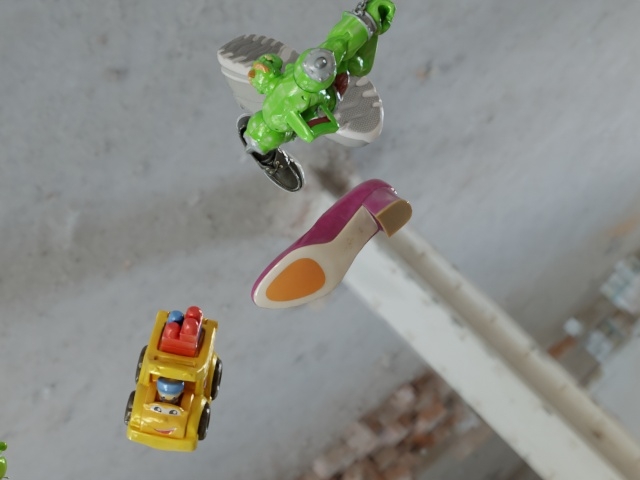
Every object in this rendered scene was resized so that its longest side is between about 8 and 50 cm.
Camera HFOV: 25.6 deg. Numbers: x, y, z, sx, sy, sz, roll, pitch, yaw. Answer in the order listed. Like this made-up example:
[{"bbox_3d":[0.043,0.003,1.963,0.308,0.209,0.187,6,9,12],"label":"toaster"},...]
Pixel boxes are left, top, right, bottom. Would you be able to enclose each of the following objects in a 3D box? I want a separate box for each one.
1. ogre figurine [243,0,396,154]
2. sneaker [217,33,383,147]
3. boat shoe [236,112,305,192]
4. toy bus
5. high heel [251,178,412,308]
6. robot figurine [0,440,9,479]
[{"bbox_3d":[-0.008,-0.148,1.344,0.197,0.097,0.118,-22,-167,39],"label":"ogre figurine"},{"bbox_3d":[-0.018,-0.182,1.868,0.105,0.281,0.115,-34,135,-25],"label":"sneaker"},{"bbox_3d":[-0.073,-0.118,1.993,0.049,0.142,0.040,-33,-158,17],"label":"boat shoe"},{"bbox_3d":[-0.247,0.222,2.432,0.211,0.149,0.220,103,-1,-45],"label":"toy bus"},{"bbox_3d":[0.000,0.000,1.852,0.244,0.117,0.082,-38,118,-8],"label":"high heel"},{"bbox_3d":[-0.516,0.322,2.106,0.067,0.115,0.101,-41,178,39],"label":"robot figurine"}]
